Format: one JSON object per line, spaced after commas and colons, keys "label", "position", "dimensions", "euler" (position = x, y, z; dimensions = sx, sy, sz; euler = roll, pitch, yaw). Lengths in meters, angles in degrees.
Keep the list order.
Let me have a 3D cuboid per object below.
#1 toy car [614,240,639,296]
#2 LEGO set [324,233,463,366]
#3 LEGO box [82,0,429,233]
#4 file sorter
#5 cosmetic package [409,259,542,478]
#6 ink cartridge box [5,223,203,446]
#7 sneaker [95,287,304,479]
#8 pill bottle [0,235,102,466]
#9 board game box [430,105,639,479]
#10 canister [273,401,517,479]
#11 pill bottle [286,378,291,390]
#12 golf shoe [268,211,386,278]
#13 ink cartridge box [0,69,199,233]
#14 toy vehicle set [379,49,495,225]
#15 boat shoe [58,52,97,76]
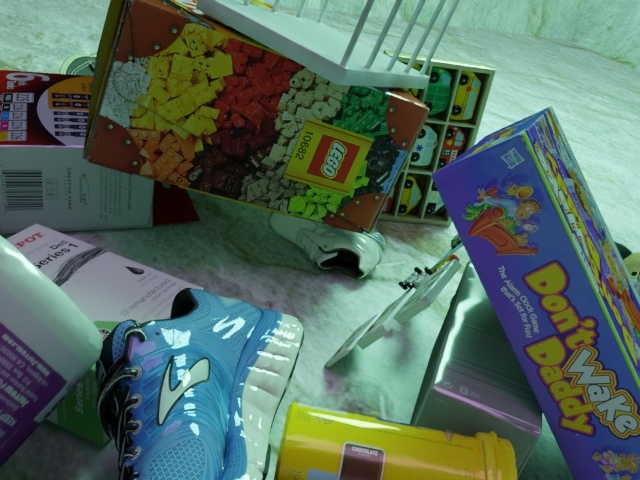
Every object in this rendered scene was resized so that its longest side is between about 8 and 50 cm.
{"label": "toy car", "position": [0.433, 0.064, 0.820], "dimensions": [0.149, 0.154, 0.188], "euler": [-15, 29, -37]}
{"label": "LEGO set", "position": [0.127, 0.055, 0.711], "dimensions": [0.060, 0.182, 0.244], "euler": [48, 45, 2]}
{"label": "LEGO box", "position": [-0.127, -0.242, 0.921], "dimensions": [0.373, 0.193, 0.500], "euler": [13, 25, -25]}
{"label": "file sorter", "position": [0.037, -0.298, 0.729], "dimensions": [0.193, 0.173, 0.278], "euler": [33, 24, 17]}
{"label": "cosmetic package", "position": [0.159, 0.135, 0.624], "dimensions": [0.107, 0.127, 0.238], "euler": [21, 33, 14]}
{"label": "ink cartridge box", "position": [-0.253, 0.081, 0.617], "dimensions": [0.220, 0.092, 0.160], "euler": [19, 31, 14]}
{"label": "sneaker", "position": [-0.117, 0.147, 0.462], "dimensions": [0.147, 0.129, 0.330], "euler": [26, 26, -6]}
{"label": "pill bottle", "position": [-0.296, 0.125, 0.371], "dimensions": [0.169, 0.169, 0.301], "euler": [27, 62, 26]}
{"label": "board game box", "position": [0.238, 0.059, 0.574], "dimensions": [0.078, 0.346, 0.233], "euler": [-24, 5, 30]}
{"label": "canister", "position": [0.049, 0.193, 0.486], "dimensions": [0.170, 0.126, 0.073], "euler": [11, 38, 2]}
{"label": "pill bottle", "position": [-0.072, 0.130, 0.640], "dimensions": [0.083, 0.043, 0.043], "euler": [17, 31, 11]}
{"label": "golf shoe", "position": [0.000, 0.000, 0.868], "dimensions": [0.176, 0.069, 0.086], "euler": [17, 36, 13]}
{"label": "ink cartridge box", "position": [-0.340, -0.144, 0.941], "dimensions": [0.272, 0.130, 0.309], "euler": [-3, 32, -24]}
{"label": "toy vehicle set", "position": [0.155, -0.152, 0.973], "dimensions": [0.166, 0.266, 0.035], "euler": [4, 30, -10]}
{"label": "boat shoe", "position": [-0.467, -0.351, 1.305], "dimensions": [0.074, 0.080, 0.223], "euler": [8, 25, 5]}
